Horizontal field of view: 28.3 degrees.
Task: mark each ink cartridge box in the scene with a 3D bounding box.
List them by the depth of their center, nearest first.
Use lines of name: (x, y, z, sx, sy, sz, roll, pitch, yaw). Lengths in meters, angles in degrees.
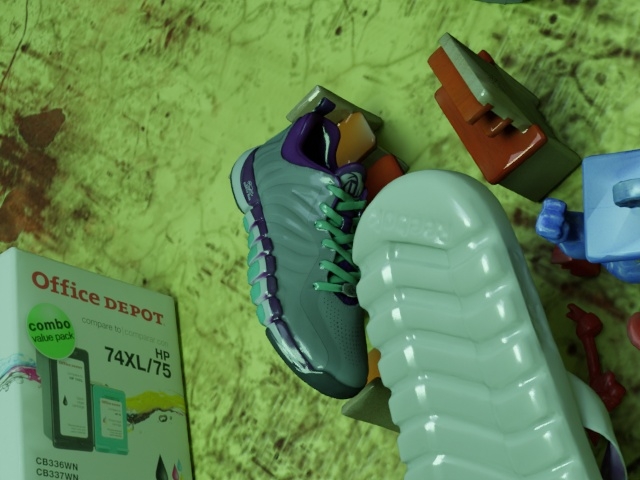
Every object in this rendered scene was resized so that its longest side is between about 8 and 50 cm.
ink cartridge box: (-0.251, 0.182, 1.126, 0.197, 0.198, 0.270, -28, 58, 32)

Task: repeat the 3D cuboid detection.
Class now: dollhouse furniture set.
dollhouse furniture set: (0.055, -0.027, 0.976, 0.259, 0.135, 0.262, -43, 51, 21)

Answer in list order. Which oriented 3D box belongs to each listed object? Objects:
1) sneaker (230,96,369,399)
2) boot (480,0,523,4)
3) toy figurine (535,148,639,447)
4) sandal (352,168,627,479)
sneaker: (0.000, 0.000, 0.907, 0.098, 0.083, 0.224, -42, 52, 30)
boot: (0.132, -0.310, 1.069, 0.189, 0.076, 0.209, 24, 98, 46)
toy figurine: (0.254, 0.015, 0.732, 0.362, 0.217, 0.191, -5, 71, 41)
sandal: (0.135, 0.152, 0.835, 0.169, 0.102, 0.416, -10, 92, 45)
